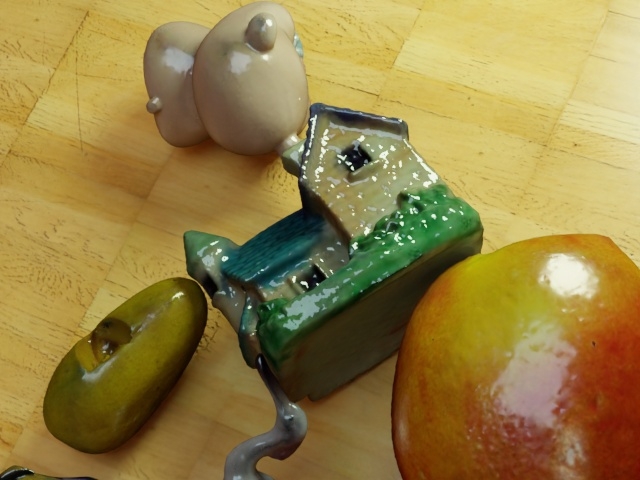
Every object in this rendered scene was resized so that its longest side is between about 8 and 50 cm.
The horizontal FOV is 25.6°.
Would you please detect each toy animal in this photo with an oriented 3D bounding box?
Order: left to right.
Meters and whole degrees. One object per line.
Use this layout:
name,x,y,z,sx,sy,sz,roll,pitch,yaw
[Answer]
toy animal,-0.129,-0.215,1.900,0.221,0.210,0.229,-12,29,3
toy animal,-0.087,0.312,1.652,0.195,0.090,0.324,37,111,0

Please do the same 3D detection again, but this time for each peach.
peach,0.233,0.188,1.553,0.306,0.242,0.380,-11,79,-7

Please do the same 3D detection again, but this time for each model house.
model house,0.000,0.000,1.736,0.312,0.245,0.280,-32,64,-9

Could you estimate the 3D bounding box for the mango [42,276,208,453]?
mango,-0.244,0.155,1.797,0.130,0.167,0.262,39,78,14

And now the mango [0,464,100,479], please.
mango,-0.322,0.415,1.697,0.201,0.152,0.287,-5,64,19
